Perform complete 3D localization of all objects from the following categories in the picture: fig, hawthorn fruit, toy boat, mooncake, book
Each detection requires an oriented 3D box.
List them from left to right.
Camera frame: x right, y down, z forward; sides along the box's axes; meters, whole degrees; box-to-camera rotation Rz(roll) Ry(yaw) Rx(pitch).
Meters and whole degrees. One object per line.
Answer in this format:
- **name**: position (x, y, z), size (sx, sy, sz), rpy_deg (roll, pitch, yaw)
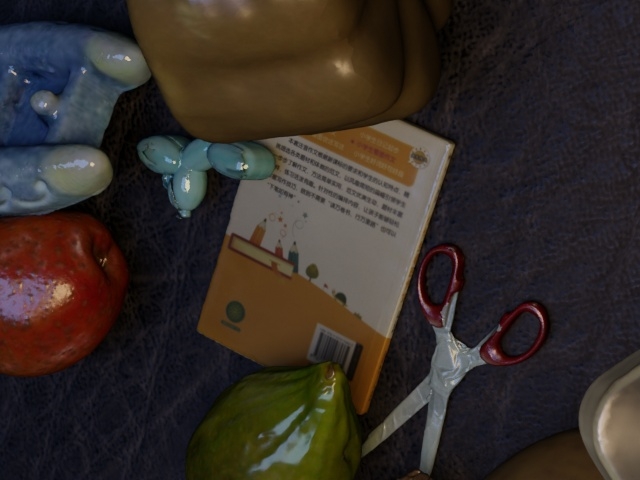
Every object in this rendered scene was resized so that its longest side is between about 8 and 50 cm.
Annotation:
- **toy boat**: position (-0.327, -0.136, 2.014), size (0.330, 0.123, 0.215), rpy_deg (4, 69, 41)
- **hawthorn fruit**: position (-0.290, 0.049, 2.051), size (0.189, 0.189, 0.189), rpy_deg (5, 100, 30)
- **fig**: position (-0.027, 0.201, 1.923), size (0.233, 0.167, 0.167), rpy_deg (-26, 85, 30)
- **mooncake**: position (-0.019, -0.270, 1.729), size (0.201, 0.378, 0.378), rpy_deg (-3, 97, 20)
- **book**: position (0.000, 0.000, 1.955), size (0.208, 0.020, 0.295), rpy_deg (27, 110, 24)

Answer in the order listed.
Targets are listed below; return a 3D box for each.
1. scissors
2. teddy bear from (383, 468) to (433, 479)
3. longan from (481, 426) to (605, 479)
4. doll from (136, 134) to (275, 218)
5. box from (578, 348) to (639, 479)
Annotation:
- **scissors**: position (0.116, 0.135, 1.913), size (0.144, 0.017, 0.247), rpy_deg (36, 115, 22)
- **teddy bear**: position (0.062, 0.392, 1.878), size (0.223, 0.246, 0.296), rpy_deg (-26, 84, -8)
- **longan**: position (0.241, 0.314, 1.715), size (0.319, 0.319, 0.318), rpy_deg (5, 100, 30)
- **doll**: position (-0.116, -0.101, 1.974), size (0.159, 0.059, 0.159), rpy_deg (2, 94, 42)
- **box**: position (0.438, 0.186, 1.551), size (0.367, 0.090, 0.373), rpy_deg (-33, 95, -4)
